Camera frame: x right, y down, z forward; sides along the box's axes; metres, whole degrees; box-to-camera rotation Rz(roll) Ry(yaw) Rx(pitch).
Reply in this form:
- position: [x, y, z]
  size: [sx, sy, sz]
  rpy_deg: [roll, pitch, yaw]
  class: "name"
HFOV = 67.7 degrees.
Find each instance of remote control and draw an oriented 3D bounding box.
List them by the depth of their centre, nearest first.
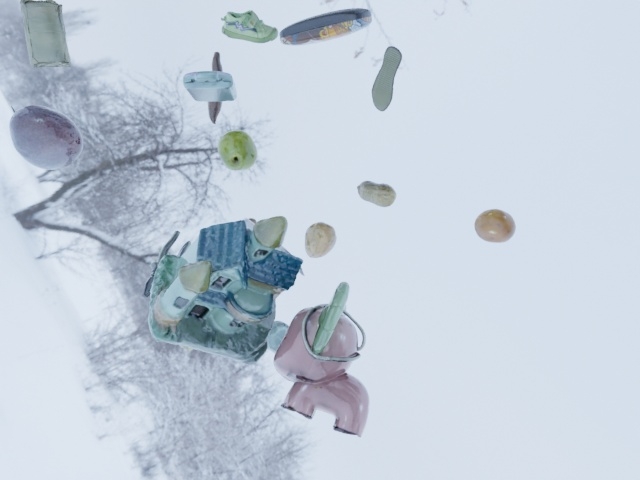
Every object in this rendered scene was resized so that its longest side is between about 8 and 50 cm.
- position: [-0.091, 0.358, 1.608]
  size: [0.247, 0.104, 0.052]
  rpy_deg: [40, -21, -29]
  class: "remote control"

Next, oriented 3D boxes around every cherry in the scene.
- position: [-0.907, -0.339, 1.578]
  size: [0.265, 0.184, 0.213]
  rpy_deg: [17, -37, 20]
  class: "cherry"

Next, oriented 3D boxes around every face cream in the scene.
- position: [-0.144, 0.020, 1.410]
  size: [0.243, 0.058, 0.092]
  rpy_deg: [38, 11, -24]
  class: "face cream"

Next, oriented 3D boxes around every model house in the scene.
- position: [-0.158, 0.077, 0.949]
  size: [0.325, 0.267, 0.194]
  rpy_deg: [-44, -144, 37]
  class: "model house"

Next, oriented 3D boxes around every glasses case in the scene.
- position: [0.012, -0.687, 1.541]
  size: [0.320, 0.122, 0.082]
  rpy_deg: [2, -61, 32]
  class: "glasses case"

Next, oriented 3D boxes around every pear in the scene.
- position: [-0.361, -0.401, 2.083]
  size: [0.180, 0.166, 0.216]
  rpy_deg: [51, 14, -33]
  class: "pear"

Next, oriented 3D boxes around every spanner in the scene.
- position: [-0.598, 0.093, 1.838]
  size: [0.040, 0.325, 0.095]
  rpy_deg: [-25, -59, 36]
  class: "spanner"

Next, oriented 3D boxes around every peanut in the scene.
- position: [0.266, -0.226, 2.279]
  size: [0.236, 0.120, 0.110]
  rpy_deg: [26, -33, 49]
  class: "peanut"

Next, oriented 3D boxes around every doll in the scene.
- position: [0.023, 0.235, 0.987]
  size: [0.216, 0.269, 0.284]
  rpy_deg: [19, -17, 7]
  class: "doll"

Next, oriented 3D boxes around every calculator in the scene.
- position: [-0.321, -0.449, 1.407]
  size: [0.246, 0.141, 0.045]
  rpy_deg: [-139, -133, -83]
  class: "calculator"

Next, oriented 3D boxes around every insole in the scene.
- position: [0.220, -0.542, 1.615]
  size: [0.086, 0.005, 0.253]
  rpy_deg: [36, -32, 16]
  class: "insole"

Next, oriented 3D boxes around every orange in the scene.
- position: [0.686, -0.060, 1.875]
  size: [0.156, 0.124, 0.156]
  rpy_deg: [16, -23, 7]
  class: "orange"

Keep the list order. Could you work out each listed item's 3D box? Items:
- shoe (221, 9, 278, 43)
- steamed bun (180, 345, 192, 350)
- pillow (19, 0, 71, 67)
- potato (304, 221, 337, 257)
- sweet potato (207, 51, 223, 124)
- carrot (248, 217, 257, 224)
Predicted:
- position: [-0.325, -0.972, 2.183]
  size: [0.128, 0.262, 0.140]
  rpy_deg: [95, -1, -54]
  class: "shoe"
- position: [-0.514, 0.334, 1.781]
  size: [0.192, 0.106, 0.177]
  rpy_deg: [16, -28, 33]
  class: "steamed bun"
- position: [-0.847, -0.638, 1.469]
  size: [0.053, 0.119, 0.208]
  rpy_deg: [-162, -114, -76]
  class: "pillow"
- position: [0.001, -0.001, 1.671]
  size: [0.112, 0.112, 0.147]
  rpy_deg: [55, -39, 23]
  class: "potato"
- position: [-0.377, -0.547, 1.721]
  size: [0.057, 0.057, 0.265]
  rpy_deg: [163, -70, -69]
  class: "sweet potato"
- position: [-0.264, -0.022, 1.904]
  size: [0.048, 0.048, 0.216]
  rpy_deg: [53, -18, 26]
  class: "carrot"
